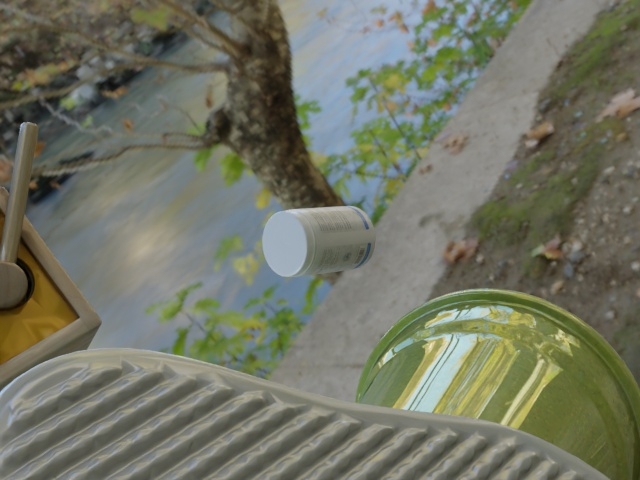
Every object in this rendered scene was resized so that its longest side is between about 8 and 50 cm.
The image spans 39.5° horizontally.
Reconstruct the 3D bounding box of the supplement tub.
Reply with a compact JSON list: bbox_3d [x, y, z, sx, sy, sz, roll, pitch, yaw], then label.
[{"bbox_3d":[0.000,0.000,0.938,0.107,0.071,0.071,-4,-2,-45],"label":"supplement tub"}]

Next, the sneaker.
[{"bbox_3d":[0.016,0.158,0.430,0.150,0.366,0.135,127,164,-53],"label":"sneaker"}]

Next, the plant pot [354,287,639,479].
[{"bbox_3d":[0.107,0.200,0.708,0.276,0.276,0.254,-21,1,28],"label":"plant pot"}]

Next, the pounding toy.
[{"bbox_3d":[-0.207,0.026,0.546,0.141,0.130,0.100,-33,-8,-35],"label":"pounding toy"}]
